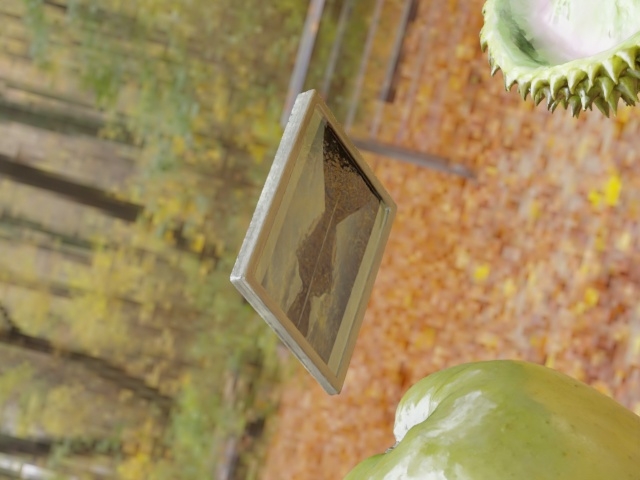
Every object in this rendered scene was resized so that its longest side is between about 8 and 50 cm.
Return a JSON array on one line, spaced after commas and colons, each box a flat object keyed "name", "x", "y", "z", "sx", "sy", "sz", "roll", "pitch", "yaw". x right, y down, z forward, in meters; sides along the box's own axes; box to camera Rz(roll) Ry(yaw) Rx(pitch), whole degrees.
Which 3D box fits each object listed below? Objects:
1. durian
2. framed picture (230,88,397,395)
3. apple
[{"name": "durian", "x": 0.249, "y": -0.216, "z": 1.625, "sx": 0.355, "sy": 0.157, "sz": 0.169, "roll": -118, "pitch": 34, "yaw": -62}, {"name": "framed picture", "x": 0.000, "y": 0.000, "z": 1.361, "sx": 0.150, "sy": 0.015, "sz": 0.203, "roll": 53, "pitch": -139, "yaw": -35}, {"name": "apple", "x": 0.191, "y": 0.281, "z": 1.537, "sx": 0.311, "sy": 0.360, "sz": 0.320, "roll": -48, "pitch": -5, "yaw": 7}]
